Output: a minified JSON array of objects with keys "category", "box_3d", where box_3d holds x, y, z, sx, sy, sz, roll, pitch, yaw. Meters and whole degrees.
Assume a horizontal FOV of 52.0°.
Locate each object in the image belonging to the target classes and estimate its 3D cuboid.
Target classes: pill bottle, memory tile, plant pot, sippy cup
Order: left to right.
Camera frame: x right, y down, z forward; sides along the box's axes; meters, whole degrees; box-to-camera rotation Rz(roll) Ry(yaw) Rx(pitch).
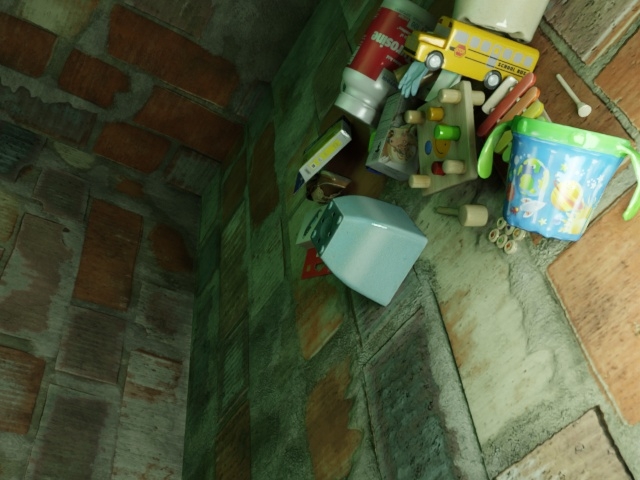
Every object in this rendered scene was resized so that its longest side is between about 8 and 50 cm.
[{"category":"plant pot","box_3d":[0.117,0.004,1.963,0.247,0.252,0.248,-61,25,18]},{"category":"pill bottle","box_3d":[0.221,-0.601,2.251,0.408,0.229,0.229,-60,25,8]},{"category":"plant pot","box_3d":[0.495,-0.700,1.736,0.334,0.333,0.306,-137,61,-64]},{"category":"memory tile","box_3d":[0.464,-0.045,1.576,0.148,0.012,0.113,-61,25,13]},{"category":"sippy cup","box_3d":[0.485,-0.125,1.358,0.305,0.240,0.224,-126,47,-70]}]

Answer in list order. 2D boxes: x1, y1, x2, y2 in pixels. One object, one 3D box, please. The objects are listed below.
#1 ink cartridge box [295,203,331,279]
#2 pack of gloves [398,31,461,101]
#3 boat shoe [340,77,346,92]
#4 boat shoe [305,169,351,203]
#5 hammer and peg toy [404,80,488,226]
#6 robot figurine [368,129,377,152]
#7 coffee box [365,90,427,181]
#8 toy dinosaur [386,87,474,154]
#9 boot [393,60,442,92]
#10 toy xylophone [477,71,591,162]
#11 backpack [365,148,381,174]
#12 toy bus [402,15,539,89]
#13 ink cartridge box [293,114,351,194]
[{"category":"ink cartridge box","box_3d":[0.000,0.000,2.437,0.296,0.066,0.261,-17,54,60]},{"category":"pack of gloves","box_3d":[0.325,-0.505,1.863,0.195,0.046,0.232,20,79,41]},{"category":"boat shoe","box_3d":[0.189,-0.638,2.495,0.340,0.127,0.158,-48,24,37]},{"category":"boat shoe","box_3d":[0.024,-0.196,2.507,0.324,0.122,0.120,-173,99,-73]},{"category":"hammer and peg toy","box_3d":[0.327,-0.207,1.733,0.266,0.127,0.362,163,105,-69]},{"category":"robot figurine","box_3d":[0.204,-0.338,2.293,0.101,0.067,0.115,132,151,-61]},{"category":"coffee box","box_3d":[0.257,-0.331,2.089,0.098,0.141,0.247,-4,65,67]},{"category":"toy dinosaur","box_3d":[0.352,-0.335,1.935,0.295,0.127,0.200,18,97,50]},{"category":"boot","box_3d":[0.361,-0.500,1.929,0.269,0.089,0.236,-23,26,10]},{"category":"toy xylophone","box_3d":[0.512,-0.291,1.599,0.236,0.081,0.323,-55,28,26]},{"category":"backpack","box_3d":[0.206,-0.264,2.186,0.098,0.101,0.120,-67,15,-12]},{"category":"toy bus","box_3d":[0.389,-0.485,1.704,0.108,0.332,0.130,-117,43,-59]},{"category":"ink cartridge box","box_3d":[-0.007,-0.339,2.543,0.307,0.072,0.304,-39,15,15]}]
